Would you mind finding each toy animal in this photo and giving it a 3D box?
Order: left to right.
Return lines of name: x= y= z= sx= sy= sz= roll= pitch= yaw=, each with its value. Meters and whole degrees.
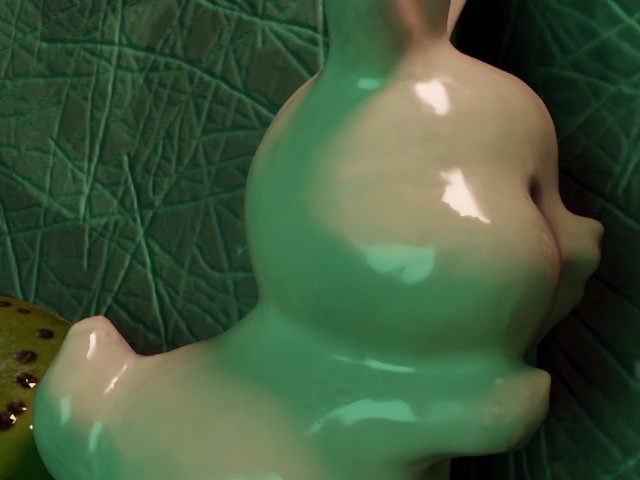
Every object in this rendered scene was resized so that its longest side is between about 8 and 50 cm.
toy animal: x=0.009 y=0.006 z=0.807 sx=0.241 sy=0.196 sz=0.368 roll=19 pitch=93 yaw=7

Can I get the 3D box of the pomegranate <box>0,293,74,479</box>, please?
pomegranate: x=-0.205 y=0.161 z=0.934 sx=0.254 sy=0.270 sz=0.254 roll=9 pitch=113 yaw=23
